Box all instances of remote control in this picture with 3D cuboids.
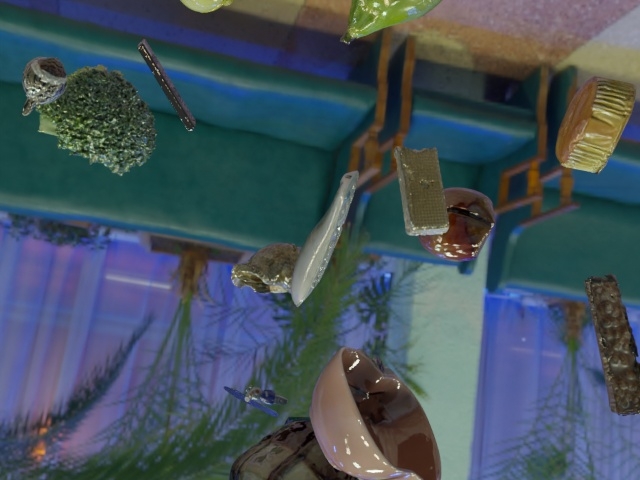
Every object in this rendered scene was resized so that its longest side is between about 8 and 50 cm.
[{"bbox_3d":[-0.375,-0.381,1.964,0.025,0.063,0.245,-26,115,9],"label":"remote control"},{"bbox_3d":[0.000,0.000,1.126,0.044,0.073,0.229,26,125,8],"label":"remote control"}]

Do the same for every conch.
[{"bbox_3d":[-0.103,0.077,1.722,0.207,0.130,0.155,-7,138,-37],"label":"conch"}]

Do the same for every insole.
[{"bbox_3d":[-0.171,0.395,1.959,0.153,0.002,0.053,27,149,-1],"label":"insole"}]

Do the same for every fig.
[{"bbox_3d":[0.191,-0.590,1.852,0.233,0.314,0.233,13,-173,-2],"label":"fig"}]

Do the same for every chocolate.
[{"bbox_3d":[0.675,0.239,1.843,0.102,0.329,0.065,1,160,-24],"label":"chocolate"},{"bbox_3d":[-0.057,0.470,1.439,0.186,0.283,0.284,-8,180,-41],"label":"chocolate"}]

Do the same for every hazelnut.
[{"bbox_3d":[0.373,-0.050,2.231,0.181,0.212,0.181,23,163,-14],"label":"hazelnut"}]

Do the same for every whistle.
[{"bbox_3d":[-0.103,0.299,1.517,0.083,0.033,0.029,17,-179,-10],"label":"whistle"}]

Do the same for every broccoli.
[{"bbox_3d":[-0.583,-0.335,2.110,0.302,0.249,0.375,34,-168,28],"label":"broccoli"}]

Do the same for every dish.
[{"bbox_3d":[0.061,0.246,1.039,0.090,0.213,0.213,-38,148,18],"label":"dish"}]

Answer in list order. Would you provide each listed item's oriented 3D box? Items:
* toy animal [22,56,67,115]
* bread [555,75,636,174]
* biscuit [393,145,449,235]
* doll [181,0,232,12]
[{"bbox_3d":[-0.597,-0.334,1.712,0.098,0.137,0.098,19,160,7],"label":"toy animal"},{"bbox_3d":[0.545,-0.233,1.598,0.114,0.190,0.132,16,-159,4],"label":"bread"},{"bbox_3d":[0.257,-0.130,2.039,0.108,0.238,0.062,-3,163,-14],"label":"biscuit"},{"bbox_3d":[-0.186,-0.362,1.074,0.106,0.062,0.162,5,168,31],"label":"doll"}]
